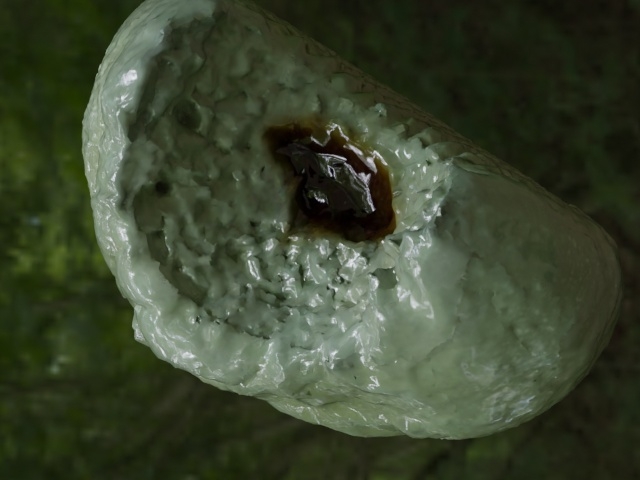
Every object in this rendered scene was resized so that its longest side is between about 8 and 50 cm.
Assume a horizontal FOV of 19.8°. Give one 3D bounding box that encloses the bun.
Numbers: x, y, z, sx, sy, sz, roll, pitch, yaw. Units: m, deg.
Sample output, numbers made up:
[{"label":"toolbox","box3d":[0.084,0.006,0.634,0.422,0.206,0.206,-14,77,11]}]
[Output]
[{"label":"bun","box3d":[0.000,0.000,0.670,0.204,0.212,0.126,24,-81,-42]}]
